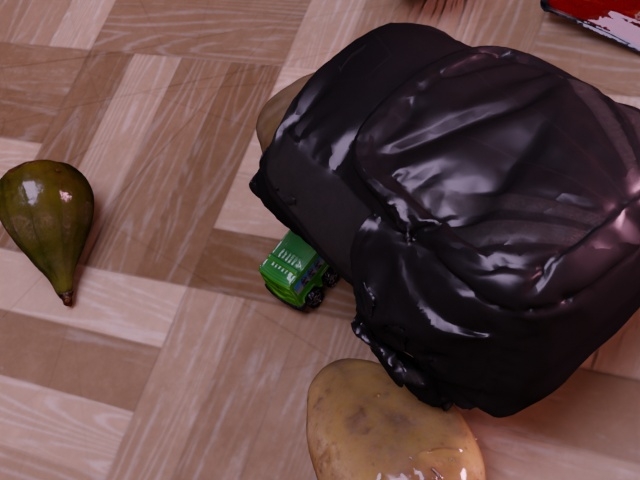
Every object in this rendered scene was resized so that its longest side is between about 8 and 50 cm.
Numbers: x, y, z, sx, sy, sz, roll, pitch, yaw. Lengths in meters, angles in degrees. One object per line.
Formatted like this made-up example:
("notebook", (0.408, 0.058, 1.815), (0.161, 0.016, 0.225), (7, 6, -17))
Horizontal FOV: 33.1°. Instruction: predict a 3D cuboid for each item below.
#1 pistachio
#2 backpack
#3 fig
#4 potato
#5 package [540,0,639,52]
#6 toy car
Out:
("pistachio", (0.001, -0.152, 1.307), (0.185, 0.126, 0.108), (-41, 93, -17))
("backpack", (0.134, -0.050, 1.090), (0.363, 0.255, 0.445), (-36, 56, -20))
("fig", (-0.335, -0.021, 1.393), (0.126, 0.133, 0.185), (-39, 92, -20))
("potato", (0.065, 0.214, 1.070), (0.234, 0.128, 0.161), (25, 57, 37))
("package", (0.409, -0.347, 1.279), (0.194, 0.071, 0.269), (30, 89, 36))
("toy car", (0.000, 0.000, 1.250), (0.071, 0.062, 0.165), (31, 77, 34))
